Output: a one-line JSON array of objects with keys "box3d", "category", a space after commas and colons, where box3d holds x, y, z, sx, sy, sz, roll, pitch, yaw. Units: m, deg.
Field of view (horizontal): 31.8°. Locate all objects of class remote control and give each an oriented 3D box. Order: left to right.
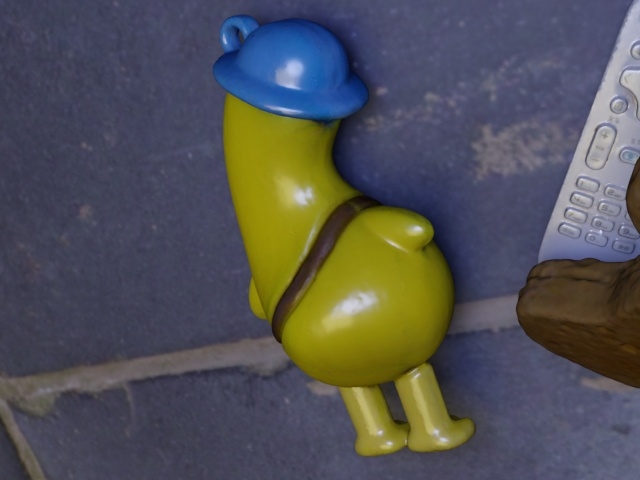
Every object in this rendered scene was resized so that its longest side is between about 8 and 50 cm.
[{"box3d": [0.213, -0.060, 0.780, 0.073, 0.044, 0.229, 17, 116, 5], "category": "remote control"}]

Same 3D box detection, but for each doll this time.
[{"box3d": [0.000, 0.000, 0.861, 0.199, 0.145, 0.363, -16, 99, 37], "category": "doll"}]

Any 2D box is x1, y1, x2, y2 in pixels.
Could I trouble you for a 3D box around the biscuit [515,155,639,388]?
[{"box3d": [0.317, 0.057, 0.631, 0.368, 0.076, 0.394, 23, 165, 4], "category": "biscuit"}]
